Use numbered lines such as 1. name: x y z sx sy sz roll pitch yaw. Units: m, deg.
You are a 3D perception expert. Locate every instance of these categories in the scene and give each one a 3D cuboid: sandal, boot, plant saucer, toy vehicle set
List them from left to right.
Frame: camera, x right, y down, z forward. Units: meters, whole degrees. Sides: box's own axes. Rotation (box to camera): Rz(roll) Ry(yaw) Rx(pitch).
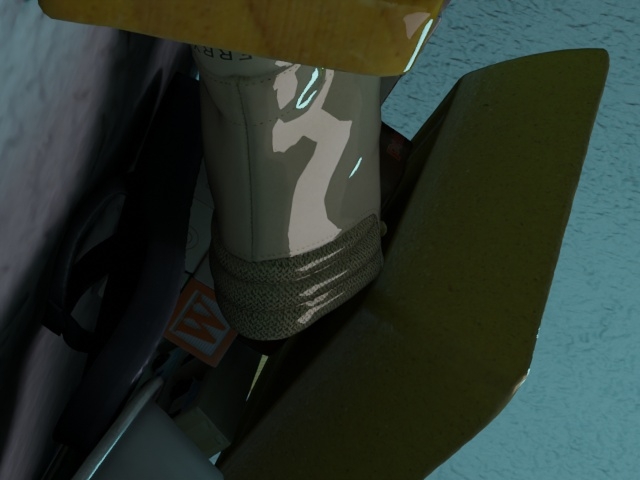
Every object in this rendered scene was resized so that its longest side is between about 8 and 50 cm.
1. sandal: -0.103 0.004 0.580 0.254 0.054 0.097 -88 -156 -52
2. toy vehicle set: -0.115 0.107 0.887 0.166 0.035 0.267 -34 -165 20
3. boot: 0.000 -0.092 0.601 0.262 0.095 0.203 -65 154 -58
4. plant saucer: 0.043 0.043 0.777 0.333 0.081 0.332 -52 -173 44

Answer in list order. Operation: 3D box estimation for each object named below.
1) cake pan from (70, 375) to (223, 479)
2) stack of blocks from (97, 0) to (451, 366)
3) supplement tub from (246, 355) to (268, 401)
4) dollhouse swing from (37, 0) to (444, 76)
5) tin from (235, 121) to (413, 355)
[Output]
1. cake pan: -0.132 0.193 0.491 0.293 0.054 0.293 -56 -179 1
2. stack of blocks: -0.018 -0.081 0.764 0.297 0.087 0.171 -56 -174 11
3. supplement tub: -0.092 0.066 1.092 0.144 0.144 0.199 -74 -175 -65
4. dollhouse swing: 0.132 -0.214 0.351 0.315 0.305 0.346 -72 -175 -54
5. tin: 0.000 0.000 0.789 0.189 0.040 0.106 -54 -170 30
